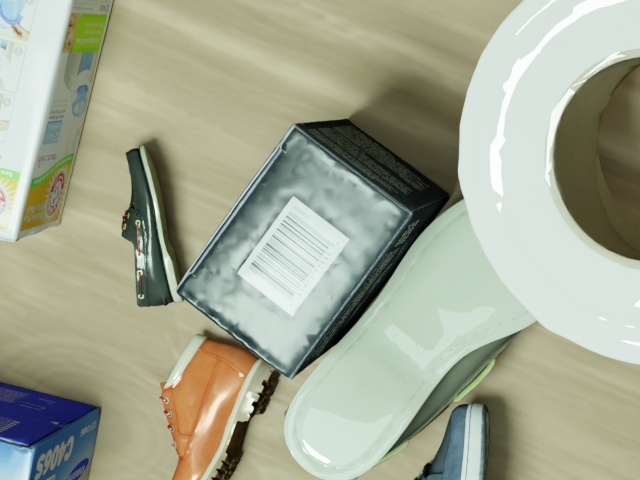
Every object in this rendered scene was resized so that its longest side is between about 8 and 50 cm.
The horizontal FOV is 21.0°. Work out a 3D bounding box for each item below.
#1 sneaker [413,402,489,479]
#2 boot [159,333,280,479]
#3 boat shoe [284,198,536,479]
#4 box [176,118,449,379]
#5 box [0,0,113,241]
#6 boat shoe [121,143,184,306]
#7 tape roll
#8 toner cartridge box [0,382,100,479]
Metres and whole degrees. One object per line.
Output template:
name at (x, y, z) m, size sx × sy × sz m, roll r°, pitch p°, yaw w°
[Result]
sneaker at (0.043, 0.223, 1.366) m, size 0.163 × 0.086 × 0.226 m, roll 14°, pitch 99°, yaw 7°
boot at (-0.102, 0.154, 1.406) m, size 0.084 × 0.059 × 0.158 m, roll 26°, pitch 91°, yaw 11°
boat shoe at (0.091, 0.064, 1.332) m, size 0.109 × 0.091 × 0.305 m, roll 44°, pitch 84°, yaw 9°
box at (0.000, 0.000, 1.291) m, size 0.108 × 0.207 × 0.153 m, roll 37°, pitch 100°, yaw 6°
box at (-0.250, -0.113, 1.375) m, size 0.103 × 0.114 × 0.203 m, roll 16°, pitch 99°, yaw 8°
boat shoe at (-0.142, -0.011, 1.398) m, size 0.042 × 0.049 × 0.133 m, roll -9°, pitch 98°, yaw 4°
tape roll at (0.243, -0.060, 1.187) m, size 0.286 × 0.100 × 0.286 m, roll 5°, pitch 100°, yaw 28°
toner cartridge box at (-0.371, 0.143, 1.399) m, size 0.347 × 0.165 × 0.075 m, roll 13°, pitch 99°, yaw 10°
